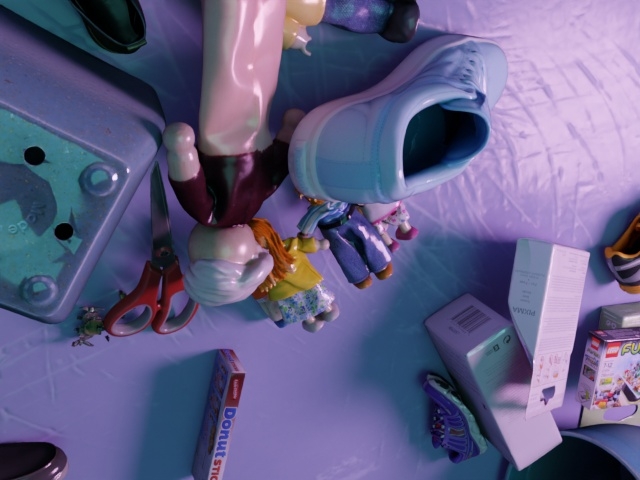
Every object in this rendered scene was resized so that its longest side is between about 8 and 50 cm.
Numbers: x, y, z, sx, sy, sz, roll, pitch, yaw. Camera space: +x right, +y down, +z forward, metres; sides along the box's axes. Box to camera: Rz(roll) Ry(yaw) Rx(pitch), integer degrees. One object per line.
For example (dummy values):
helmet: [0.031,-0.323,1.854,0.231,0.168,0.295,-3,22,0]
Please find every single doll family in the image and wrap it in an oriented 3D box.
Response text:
doll family: [0.000,0.000,0.911,0.263,0.118,0.163,-36,117,0]

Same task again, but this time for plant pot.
plant pot: [0.464,0.398,1.208,0.255,0.271,0.272,-5,112,-38]
plant pot: [-0.281,-0.061,0.703,0.247,0.252,0.248,26,97,-30]

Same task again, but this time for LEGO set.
LEGO set: [-0.252,0.090,0.907,0.083,0.023,0.054,-26,120,-28]

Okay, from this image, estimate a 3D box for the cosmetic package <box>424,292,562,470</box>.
cosmetic package: [0.240,0.197,1.104,0.085,0.117,0.231,-32,117,-9]

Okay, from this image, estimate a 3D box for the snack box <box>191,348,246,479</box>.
snack box: [-0.128,0.228,0.983,0.022,0.064,0.178,7,106,-24]

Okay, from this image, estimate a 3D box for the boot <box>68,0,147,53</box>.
boot: [-0.222,-0.271,0.734,0.082,0.106,0.219,-35,119,-8]

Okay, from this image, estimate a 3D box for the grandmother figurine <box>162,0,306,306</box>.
grandmother figurine: [-0.083,-0.094,0.774,0.208,0.104,0.342,-14,120,-45]

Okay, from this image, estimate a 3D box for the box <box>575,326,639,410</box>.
box: [0.483,0.186,1.189,0.207,0.036,0.114,-2,108,-22]

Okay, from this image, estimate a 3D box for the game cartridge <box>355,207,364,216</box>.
game cartridge: [0.046,-0.047,0.986,0.083,0.017,0.056,-43,116,-4]

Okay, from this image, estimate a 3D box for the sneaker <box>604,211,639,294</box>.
sneaker: [0.504,-0.020,1.160,0.083,0.084,0.215,40,91,-25]

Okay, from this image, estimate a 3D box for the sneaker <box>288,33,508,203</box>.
sneaker: [0.136,-0.125,0.858,0.366,0.150,0.135,-38,130,-38]

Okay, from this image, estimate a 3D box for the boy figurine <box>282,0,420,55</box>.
boy figurine: [-0.029,-0.287,0.824,0.285,0.092,0.177,6,110,-28]

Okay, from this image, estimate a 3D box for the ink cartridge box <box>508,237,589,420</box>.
ink cartridge box: [0.297,0.114,1.062,0.181,0.056,0.225,8,93,-58]

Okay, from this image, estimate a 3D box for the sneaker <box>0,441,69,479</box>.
sneaker: [-0.391,0.231,0.859,0.222,0.083,0.118,-6,111,-20]

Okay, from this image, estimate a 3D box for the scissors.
scissors: [-0.156,0.016,0.829,0.109,0.021,0.297,-5,143,-30]

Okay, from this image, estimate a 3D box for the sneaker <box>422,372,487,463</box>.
sneaker: [0.183,0.261,1.132,0.071,0.068,0.170,-32,119,-4]

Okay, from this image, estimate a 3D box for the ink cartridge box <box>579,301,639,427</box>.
ink cartridge box: [0.508,0.211,1.262,0.171,0.056,0.235,-4,109,-22]
